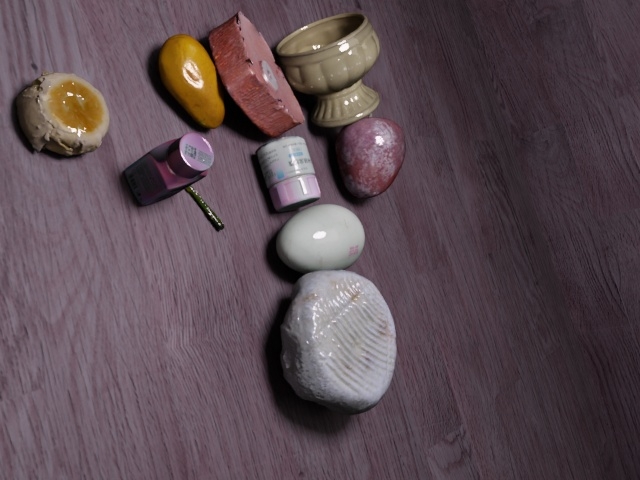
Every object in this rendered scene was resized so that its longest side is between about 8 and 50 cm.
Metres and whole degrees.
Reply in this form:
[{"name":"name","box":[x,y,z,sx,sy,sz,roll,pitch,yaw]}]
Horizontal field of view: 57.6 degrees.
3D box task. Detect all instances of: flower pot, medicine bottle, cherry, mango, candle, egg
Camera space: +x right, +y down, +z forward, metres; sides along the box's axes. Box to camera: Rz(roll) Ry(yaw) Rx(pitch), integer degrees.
[{"name":"flower pot","box":[0.033,-0.475,1.659,0.308,0.307,0.244,-59,138,-44]},{"name":"medicine bottle","box":[-0.301,-0.150,1.193,0.119,0.187,0.095,-31,98,-46]},{"name":"cherry","box":[0.150,-0.268,1.729,0.236,0.212,0.286,6,87,-61]},{"name":"medicine bottle","box":[-0.081,-0.170,1.503,0.135,0.135,0.169,-12,84,-50]},{"name":"mango","box":[-0.298,-0.367,1.364,0.147,0.109,0.228,-44,116,-56]},{"name":"candle","box":[-0.174,-0.396,1.457,0.317,0.131,0.287,58,14,-15]},{"name":"egg","box":[0.000,0.000,1.480,0.264,0.182,0.183,-11,82,-43]}]

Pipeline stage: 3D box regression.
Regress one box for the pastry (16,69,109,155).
[{"name":"pastry","box":[-0.486,-0.240,1.109,0.165,0.088,0.166,22,57,-39]}]

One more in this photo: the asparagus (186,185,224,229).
[{"name":"asparagus","box":[-0.293,-0.117,1.325,0.023,0.022,0.233,-46,111,-29]}]

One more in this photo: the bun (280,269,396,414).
[{"name":"bun","box":[0.034,0.239,1.407,0.354,0.194,0.355,19,62,-41]}]
